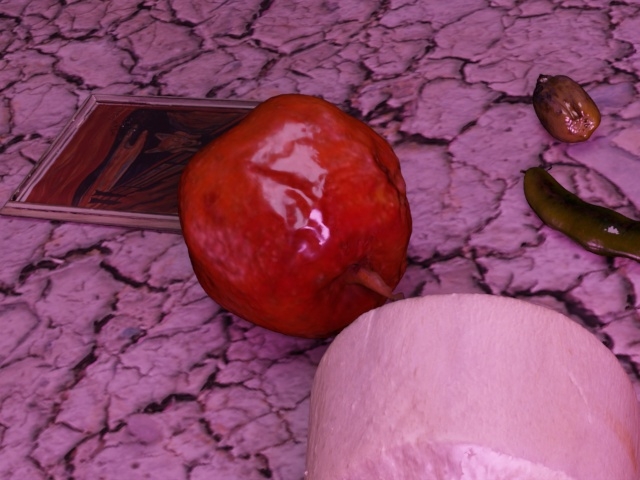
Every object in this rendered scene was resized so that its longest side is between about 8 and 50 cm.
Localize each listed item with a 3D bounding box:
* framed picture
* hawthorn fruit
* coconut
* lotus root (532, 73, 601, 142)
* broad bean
[{"bbox_3d":[-0.174,-0.087,1.715,0.273,0.016,0.216,4,43,24],"label":"framed picture"},{"bbox_3d":[0.000,0.000,1.418,0.207,0.207,0.243,-30,45,-17],"label":"hawthorn fruit"},{"bbox_3d":[0.107,0.149,1.153,0.237,0.237,0.266,-8,41,10],"label":"coconut"},{"bbox_3d":[0.235,-0.129,1.593,0.054,0.049,0.099,-27,40,0],"label":"lotus root"},{"bbox_3d":[0.250,-0.019,1.465,0.069,0.039,0.227,-28,39,-24],"label":"broad bean"}]
